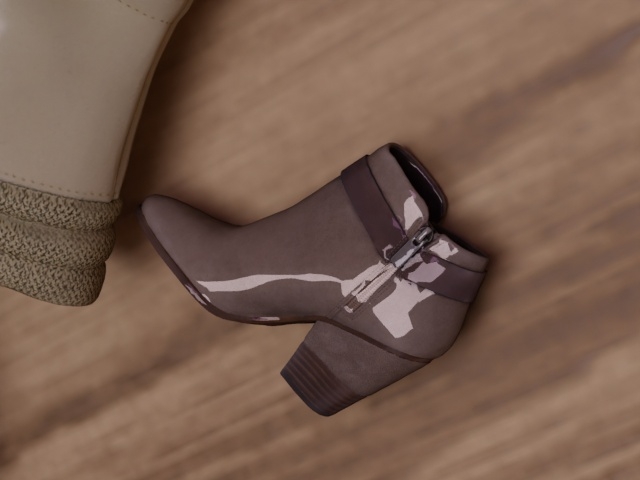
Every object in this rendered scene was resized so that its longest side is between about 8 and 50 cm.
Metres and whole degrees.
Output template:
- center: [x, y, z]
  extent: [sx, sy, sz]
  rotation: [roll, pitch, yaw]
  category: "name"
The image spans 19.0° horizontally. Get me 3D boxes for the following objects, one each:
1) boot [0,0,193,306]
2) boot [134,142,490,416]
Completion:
- center: [-0.160, -0.109, 0.692]
  extent: [0.262, 0.095, 0.203]
  rotation: [26, 110, 15]
  category: "boot"
- center: [0.000, 0.000, 0.665]
  extent: [0.118, 0.042, 0.087]
  rotation: [45, 110, 12]
  category: "boot"
